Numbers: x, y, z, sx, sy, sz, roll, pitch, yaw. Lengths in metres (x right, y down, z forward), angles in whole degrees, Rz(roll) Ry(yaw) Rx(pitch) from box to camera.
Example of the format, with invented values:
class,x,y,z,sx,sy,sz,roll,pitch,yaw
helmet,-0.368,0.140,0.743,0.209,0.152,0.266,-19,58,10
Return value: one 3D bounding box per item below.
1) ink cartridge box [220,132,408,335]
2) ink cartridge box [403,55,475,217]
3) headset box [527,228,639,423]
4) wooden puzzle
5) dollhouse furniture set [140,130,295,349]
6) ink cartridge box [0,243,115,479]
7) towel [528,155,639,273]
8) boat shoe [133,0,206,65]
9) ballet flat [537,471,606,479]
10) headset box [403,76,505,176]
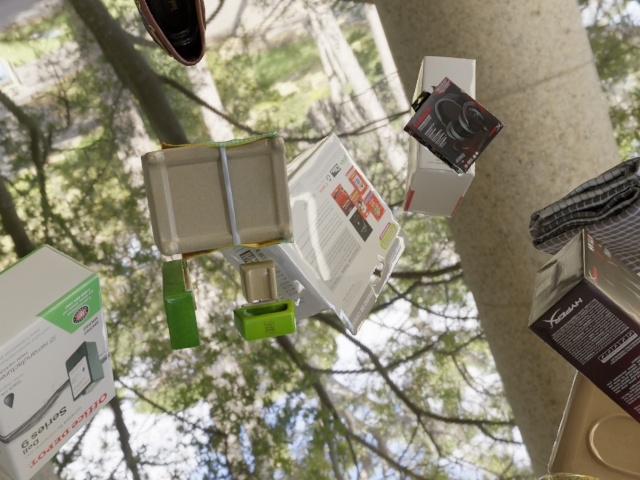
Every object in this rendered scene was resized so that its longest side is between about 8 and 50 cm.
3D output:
class,x,y,z,sx,sy,sz,roll,pitch,yaw
ink cartridge box,0.000,0.000,1.214,0.130,0.272,0.309,-26,-161,41
ink cartridge box,0.280,-0.240,1.541,0.131,0.306,0.226,5,156,1
headset box,0.452,0.144,0.941,0.110,0.293,0.218,-51,175,28
wooden puzzle,0.602,0.319,1.116,0.347,0.081,0.322,5,-135,35
dollhouse furniture set,-0.148,-0.011,0.980,0.197,0.302,0.151,-8,-163,-11
ink cartridge box,-0.432,0.187,0.981,0.121,0.289,0.211,24,-138,19
towel,0.570,-0.026,1.240,0.234,0.121,0.283,15,153,-23
boat shoe,-0.140,-0.245,0.561,0.073,0.207,0.073,-25,-124,-6
ballet flat,0.292,0.255,0.445,0.348,0.123,0.123,24,-166,-1
headset box,0.127,-0.114,0.642,0.062,0.083,0.032,-50,179,0
